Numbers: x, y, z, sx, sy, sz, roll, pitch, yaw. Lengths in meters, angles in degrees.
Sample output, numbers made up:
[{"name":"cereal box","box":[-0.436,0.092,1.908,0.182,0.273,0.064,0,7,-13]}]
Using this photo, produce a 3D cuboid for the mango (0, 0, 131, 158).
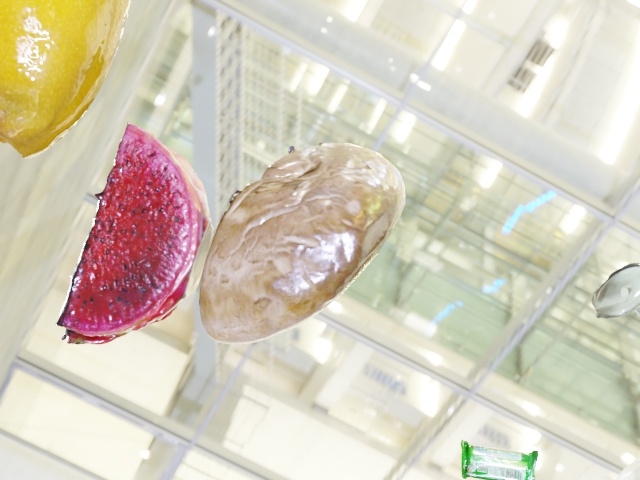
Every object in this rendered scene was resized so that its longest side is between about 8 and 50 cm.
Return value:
[{"name":"mango","box":[-0.278,-0.258,0.957,0.144,0.187,0.359,82,4,-86]}]

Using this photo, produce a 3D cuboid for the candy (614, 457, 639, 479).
[{"name":"candy","box":[0.565,0.428,1.440,0.295,0.296,0.185,-74,167,-60]}]

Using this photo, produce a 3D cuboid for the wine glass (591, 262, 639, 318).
[{"name":"wine glass","box":[0.571,0.156,1.641,0.156,0.232,0.156,-38,-158,18]}]

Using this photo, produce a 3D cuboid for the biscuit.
[{"name":"biscuit","box":[0.203,0.258,1.115,0.016,0.089,0.046,73,25,-80]}]

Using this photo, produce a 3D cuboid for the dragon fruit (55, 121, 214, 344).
[{"name":"dragon fruit","box":[-0.200,0.014,1.133,0.189,0.163,0.261,20,-92,42]}]

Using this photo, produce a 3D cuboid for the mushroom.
[{"name":"mushroom","box":[0.000,0.000,1.029,0.151,0.156,0.285,8,-130,48]}]
